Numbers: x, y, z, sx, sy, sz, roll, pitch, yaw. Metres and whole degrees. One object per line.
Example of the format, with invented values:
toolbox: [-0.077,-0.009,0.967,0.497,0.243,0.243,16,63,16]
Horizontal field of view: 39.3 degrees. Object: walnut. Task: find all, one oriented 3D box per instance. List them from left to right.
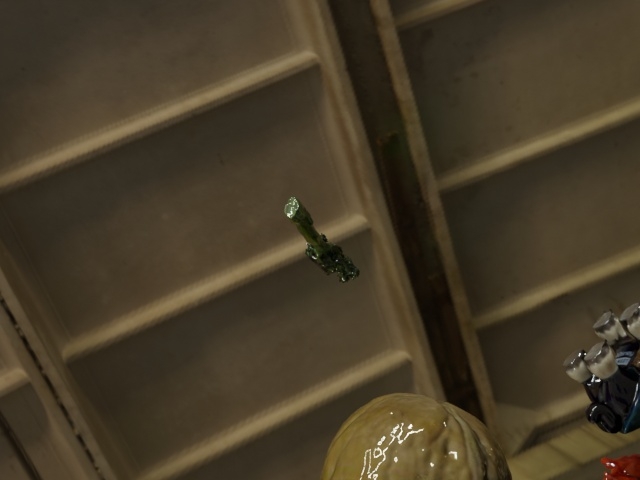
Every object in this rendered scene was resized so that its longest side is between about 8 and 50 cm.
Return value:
walnut: [0.142,0.401,1.356,0.333,0.333,0.332,-11,-68,-28]

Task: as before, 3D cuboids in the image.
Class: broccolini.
broccolini: [-0.001,-0.007,1.140,0.071,0.057,0.254,-7,-22,8]

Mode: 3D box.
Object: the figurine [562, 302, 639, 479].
figurine: [0.560,0.288,1.399,0.306,0.241,0.411,-7,-109,-36]
